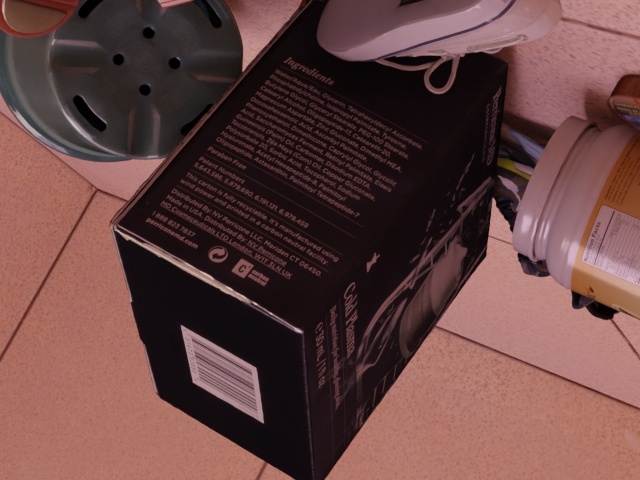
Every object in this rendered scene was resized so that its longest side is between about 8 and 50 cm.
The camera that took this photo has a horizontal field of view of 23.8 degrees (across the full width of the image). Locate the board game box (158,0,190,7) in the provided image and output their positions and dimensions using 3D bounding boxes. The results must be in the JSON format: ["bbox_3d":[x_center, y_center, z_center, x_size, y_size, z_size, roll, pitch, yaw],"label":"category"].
[{"bbox_3d":[-0.204,-0.400,1.830,0.045,0.193,0.147,-13,158,10],"label":"board game box"}]

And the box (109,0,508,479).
[{"bbox_3d":[0.000,0.000,2.048,0.297,0.472,0.480,28,153,18],"label":"box"}]

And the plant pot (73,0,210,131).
[{"bbox_3d":[-0.310,-0.312,2.363,0.271,0.272,0.255,33,-176,-26],"label":"plant pot"}]

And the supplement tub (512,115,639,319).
[{"bbox_3d":[0.426,-0.013,1.926,0.316,0.228,0.228,25,169,19],"label":"supplement tub"}]

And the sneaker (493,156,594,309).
[{"bbox_3d":[0.320,-0.016,2.222,0.300,0.121,0.111,37,171,-6],"label":"sneaker"}]

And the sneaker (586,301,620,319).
[{"bbox_3d":[0.424,0.037,2.387,0.130,0.147,0.330,35,168,-31],"label":"sneaker"}]

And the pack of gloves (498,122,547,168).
[{"bbox_3d":[0.324,-0.123,2.215,0.232,0.046,0.195,34,173,30],"label":"pack of gloves"}]

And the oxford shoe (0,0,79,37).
[{"bbox_3d":[-0.305,-0.424,1.687,0.140,0.397,0.146,1,-138,-38],"label":"oxford shoe"}]

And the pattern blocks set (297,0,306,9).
[{"bbox_3d":[0.125,-0.228,2.186,0.285,0.026,0.325,26,168,33],"label":"pattern blocks set"}]

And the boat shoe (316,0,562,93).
[{"bbox_3d":[0.149,-0.256,1.796,0.156,0.136,0.367,31,160,-30],"label":"boat shoe"}]

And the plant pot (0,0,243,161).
[{"bbox_3d":[-0.263,-0.252,2.062,0.341,0.341,0.334,32,-179,-20],"label":"plant pot"}]

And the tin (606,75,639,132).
[{"bbox_3d":[0.427,-0.150,1.798,0.189,0.040,0.106,17,169,45],"label":"tin"}]
